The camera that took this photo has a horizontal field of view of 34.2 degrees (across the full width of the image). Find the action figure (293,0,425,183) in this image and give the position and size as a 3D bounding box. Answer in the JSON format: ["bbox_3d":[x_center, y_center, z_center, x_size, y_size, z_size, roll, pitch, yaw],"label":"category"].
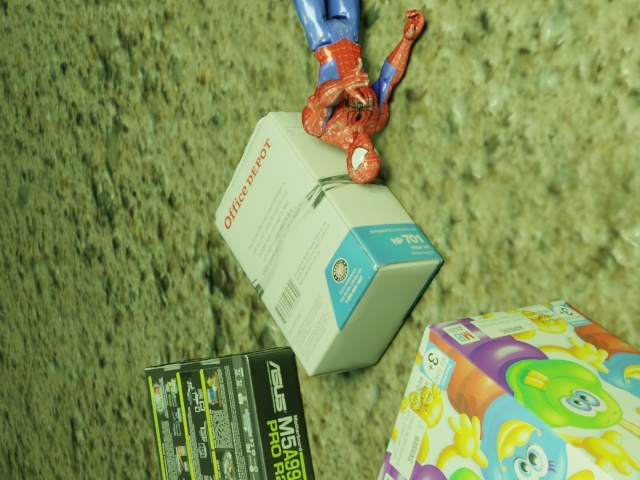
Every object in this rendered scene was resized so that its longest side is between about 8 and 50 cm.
[{"bbox_3d":[0.024,-0.189,0.842,0.139,0.091,0.280,-24,76,60],"label":"action figure"}]

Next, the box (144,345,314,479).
[{"bbox_3d":[-0.090,0.253,1.077,0.216,0.060,0.270,-16,82,52],"label":"box"}]

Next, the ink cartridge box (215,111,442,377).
[{"bbox_3d":[0.000,0.000,0.908,0.191,0.082,0.140,57,134,32],"label":"ink cartridge box"}]

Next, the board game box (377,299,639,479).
[{"bbox_3d":[0.183,0.173,0.645,0.275,0.142,0.144,39,124,43],"label":"board game box"}]
